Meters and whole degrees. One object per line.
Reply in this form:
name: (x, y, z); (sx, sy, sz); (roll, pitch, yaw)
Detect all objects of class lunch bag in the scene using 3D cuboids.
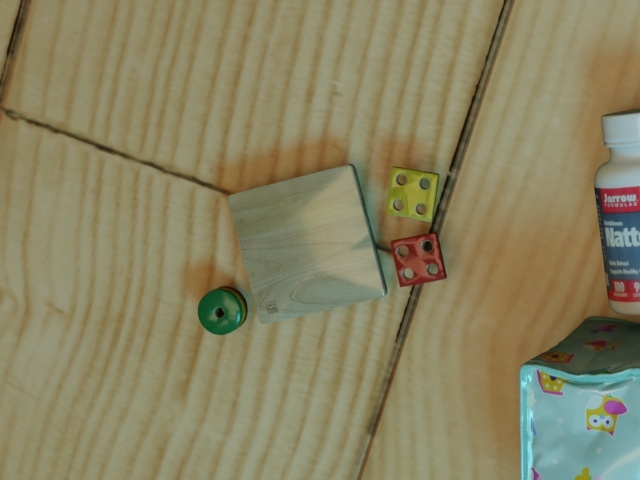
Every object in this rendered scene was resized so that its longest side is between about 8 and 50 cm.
lunch bag: (0.276, 0.215, 1.634); (0.160, 0.223, 0.262); (-1, 98, 25)

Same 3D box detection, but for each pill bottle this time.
pill bottle: (0.304, -0.029, 1.652); (0.108, 0.108, 0.180); (-7, 96, 18)

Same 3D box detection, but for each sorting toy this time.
sorting toy: (0.000, 0.000, 1.783); (0.274, 0.046, 0.132); (-14, 93, 19)
